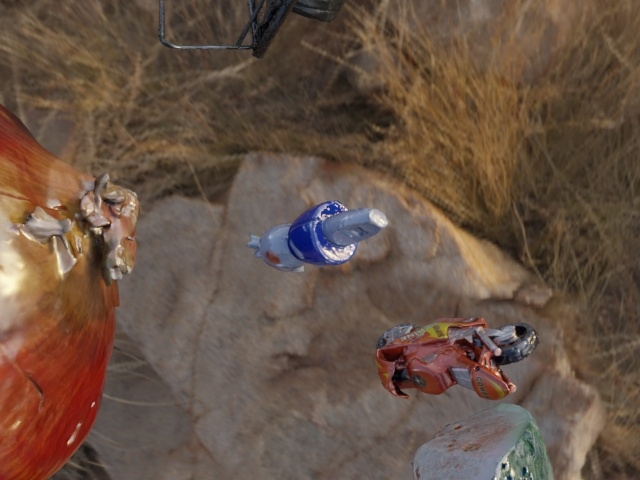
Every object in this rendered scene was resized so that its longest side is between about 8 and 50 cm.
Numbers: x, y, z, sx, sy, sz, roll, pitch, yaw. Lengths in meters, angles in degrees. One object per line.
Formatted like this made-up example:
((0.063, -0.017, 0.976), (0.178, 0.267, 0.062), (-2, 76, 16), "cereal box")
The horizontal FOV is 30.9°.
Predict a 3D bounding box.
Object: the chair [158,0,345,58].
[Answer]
((-0.049, -0.276, 1.253), (0.221, 0.140, 0.145), (12, 48, -24), "chair")

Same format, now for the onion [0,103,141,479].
((-0.168, 0.009, 0.592), (0.163, 0.230, 0.230), (-29, 70, 1), "onion")

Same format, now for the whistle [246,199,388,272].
((0.000, 0.000, 0.524), (0.083, 0.033, 0.029), (-18, 50, 49), "whistle")

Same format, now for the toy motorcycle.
((0.194, 0.184, 1.809), (0.298, 0.089, 0.171), (-3, 26, 41), "toy motorcycle")

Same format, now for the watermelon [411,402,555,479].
((0.153, 0.316, 1.149), (0.175, 0.188, 0.322), (42, 76, -17), "watermelon")
